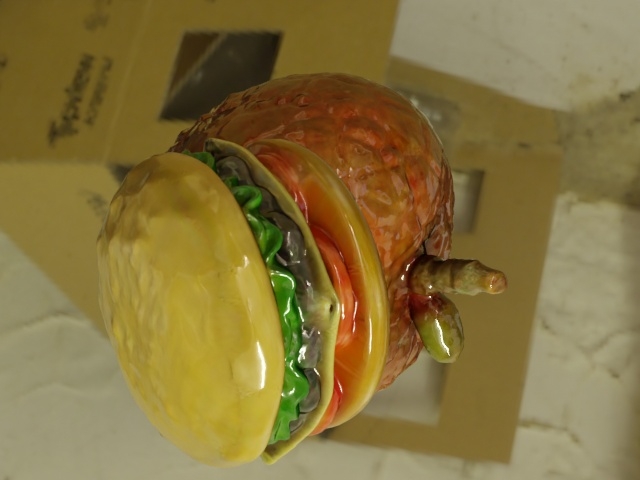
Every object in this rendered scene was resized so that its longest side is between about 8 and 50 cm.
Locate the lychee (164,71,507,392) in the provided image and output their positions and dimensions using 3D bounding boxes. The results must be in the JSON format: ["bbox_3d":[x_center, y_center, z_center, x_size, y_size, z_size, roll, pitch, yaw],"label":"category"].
[{"bbox_3d":[0.000,0.000,1.022,0.300,0.255,0.255,12,154,18],"label":"lychee"}]

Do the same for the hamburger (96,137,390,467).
[{"bbox_3d":[-0.038,0.029,0.669,0.115,0.162,0.162,-13,167,-28],"label":"hamburger"}]
